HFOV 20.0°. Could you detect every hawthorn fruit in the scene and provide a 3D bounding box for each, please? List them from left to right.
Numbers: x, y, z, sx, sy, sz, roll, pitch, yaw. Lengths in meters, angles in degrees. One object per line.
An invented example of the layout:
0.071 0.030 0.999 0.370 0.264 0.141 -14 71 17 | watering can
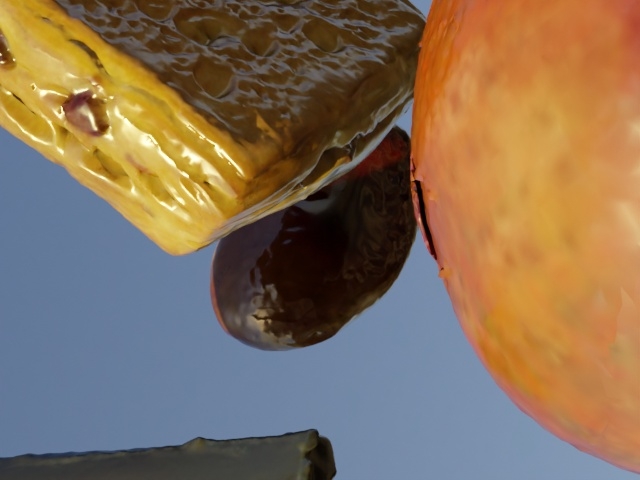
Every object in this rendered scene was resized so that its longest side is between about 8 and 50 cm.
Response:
0.175 -0.066 0.631 0.276 0.276 0.307 -56 -11 -36 | hawthorn fruit

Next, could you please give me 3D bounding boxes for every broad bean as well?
0.000 0.000 1.107 0.165 0.114 0.084 -61 -38 -33 | broad bean

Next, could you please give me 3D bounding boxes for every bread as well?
-0.068 -0.097 0.932 0.235 0.210 0.099 -45 -12 -51 | bread

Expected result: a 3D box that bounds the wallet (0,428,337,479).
-0.135 0.159 0.787 0.030 0.285 0.146 59 -151 -54 | wallet
